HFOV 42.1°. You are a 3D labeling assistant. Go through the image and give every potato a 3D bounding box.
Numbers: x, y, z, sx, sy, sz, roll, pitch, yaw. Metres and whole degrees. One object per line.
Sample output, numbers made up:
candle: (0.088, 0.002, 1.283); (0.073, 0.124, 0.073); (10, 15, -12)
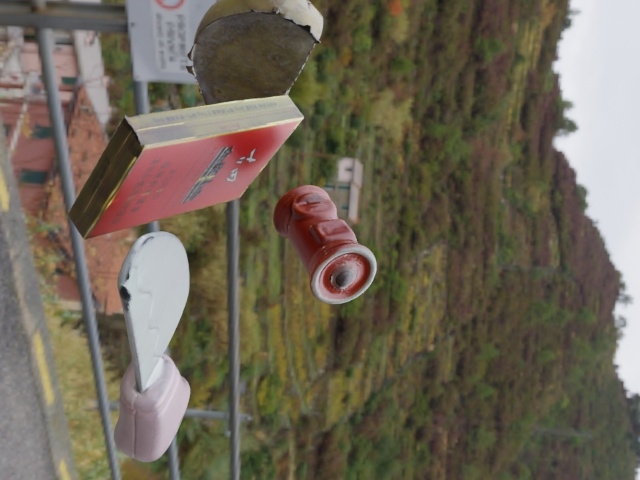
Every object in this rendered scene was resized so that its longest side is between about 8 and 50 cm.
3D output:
potato: (-0.084, -0.225, 1.010); (0.243, 0.138, 0.098); (124, -16, -54)

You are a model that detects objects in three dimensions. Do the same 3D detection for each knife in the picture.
knife: (-0.098, 0.067, 0.519); (0.336, 0.043, 0.081); (114, 0, -60)

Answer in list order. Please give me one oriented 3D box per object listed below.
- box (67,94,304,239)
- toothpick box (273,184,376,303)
box: (-0.080, -0.047, 0.509); (0.133, 0.023, 0.090); (-19, 161, -49)
toothpick box: (0.000, 0.000, 0.561); (0.083, 0.047, 0.047); (-124, -153, -48)
